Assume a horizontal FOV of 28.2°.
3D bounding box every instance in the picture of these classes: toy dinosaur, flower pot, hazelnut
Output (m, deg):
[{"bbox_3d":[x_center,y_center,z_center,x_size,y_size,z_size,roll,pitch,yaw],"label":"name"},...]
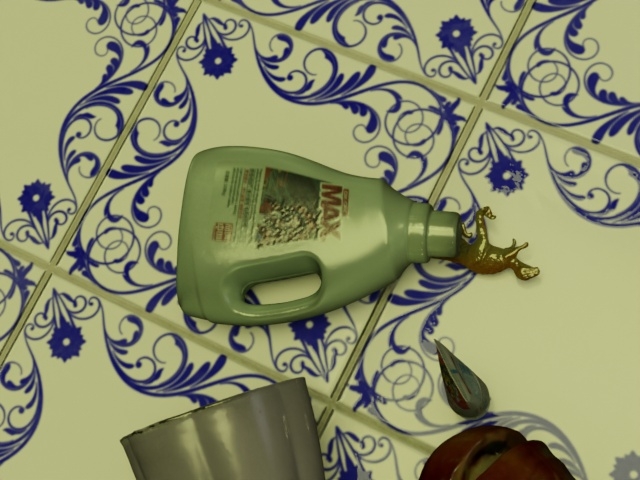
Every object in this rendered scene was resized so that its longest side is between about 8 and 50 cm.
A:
[{"bbox_3d":[0.219,0.030,1.819,0.162,0.039,0.126,-30,71,12],"label":"toy dinosaur"},{"bbox_3d":[-0.113,0.335,1.695,0.265,0.265,0.243,-18,80,7],"label":"flower pot"},{"bbox_3d":[0.246,0.355,1.629,0.251,0.217,0.217,28,80,35],"label":"hazelnut"}]

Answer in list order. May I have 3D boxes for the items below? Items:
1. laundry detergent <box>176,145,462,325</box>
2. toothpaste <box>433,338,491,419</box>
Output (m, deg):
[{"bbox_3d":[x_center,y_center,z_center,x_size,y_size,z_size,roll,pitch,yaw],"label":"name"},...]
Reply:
[{"bbox_3d":[0.000,0.000,1.828,0.398,0.125,0.264,4,76,14],"label":"laundry detergent"},{"bbox_3d":[0.187,0.191,1.669,0.057,0.234,0.089,-28,69,2],"label":"toothpaste"}]
